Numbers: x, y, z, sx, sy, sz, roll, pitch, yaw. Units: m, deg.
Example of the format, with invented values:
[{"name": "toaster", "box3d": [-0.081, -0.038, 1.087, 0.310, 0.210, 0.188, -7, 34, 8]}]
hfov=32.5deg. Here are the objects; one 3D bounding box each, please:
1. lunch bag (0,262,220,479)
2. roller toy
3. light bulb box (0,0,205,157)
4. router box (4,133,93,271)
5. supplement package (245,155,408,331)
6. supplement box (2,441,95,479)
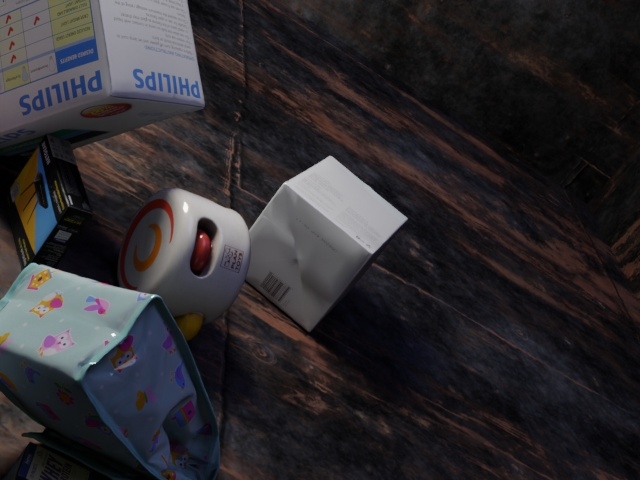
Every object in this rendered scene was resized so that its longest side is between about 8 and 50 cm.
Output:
[{"name": "lunch bag", "box3d": [-0.244, 0.174, 1.250, 0.223, 0.160, 0.262, 13, -40, 37]}, {"name": "roller toy", "box3d": [-0.202, 0.029, 1.672, 0.146, 0.191, 0.209, 22, 27, -36]}, {"name": "light bulb box", "box3d": [-0.403, -0.339, 1.691, 0.225, 0.358, 0.361, -2, 81, -59]}, {"name": "router box", "box3d": [-0.399, -0.051, 1.606, 0.046, 0.133, 0.179, 21, 28, -38]}, {"name": "supplement package", "box3d": [0.000, 0.000, 2.019, 0.199, 0.198, 0.263, 39, 23, 5]}, {"name": "supplement box", "box3d": [-0.303, 0.279, 1.188, 0.083, 0.083, 0.056, 31, 24, -16]}]
